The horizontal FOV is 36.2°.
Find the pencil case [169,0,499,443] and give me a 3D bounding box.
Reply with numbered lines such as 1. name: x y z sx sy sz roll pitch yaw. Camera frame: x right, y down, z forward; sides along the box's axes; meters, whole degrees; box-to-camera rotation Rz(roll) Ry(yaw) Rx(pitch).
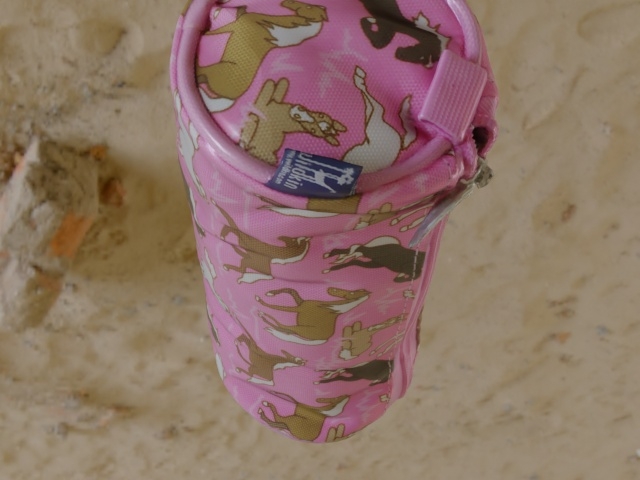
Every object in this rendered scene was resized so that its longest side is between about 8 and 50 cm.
1. pencil case: 0.000 0.000 0.627 0.160 0.167 0.386 -15 153 -11
